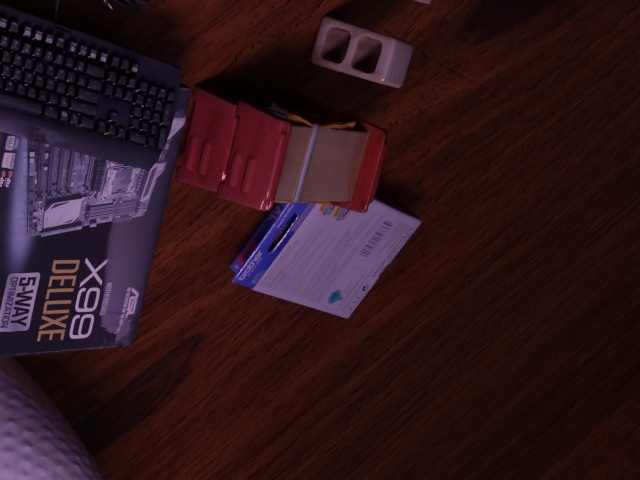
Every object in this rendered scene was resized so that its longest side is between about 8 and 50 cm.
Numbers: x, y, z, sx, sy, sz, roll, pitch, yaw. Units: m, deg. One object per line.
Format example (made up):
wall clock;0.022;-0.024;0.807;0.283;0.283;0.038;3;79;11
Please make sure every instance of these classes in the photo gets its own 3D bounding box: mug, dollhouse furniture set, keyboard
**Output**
mug;-0.358;0.341;1.677;0.276;0.328;0.374;-45;149;-3
dollhouse furniture set;-0.010;-0.223;1.678;0.201;0.152;0.374;2;107;-50
keyboard;-0.257;-0.194;1.391;0.317;0.033;0.201;14;79;-48

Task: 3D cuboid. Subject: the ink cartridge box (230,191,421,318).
ink cartridge box;0.000;0.000;1.980;0.186;0.065;0.311;-53;150;10

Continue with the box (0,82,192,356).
box;-0.278;-0.033;1.516;0.242;0.076;0.307;1;109;-48
